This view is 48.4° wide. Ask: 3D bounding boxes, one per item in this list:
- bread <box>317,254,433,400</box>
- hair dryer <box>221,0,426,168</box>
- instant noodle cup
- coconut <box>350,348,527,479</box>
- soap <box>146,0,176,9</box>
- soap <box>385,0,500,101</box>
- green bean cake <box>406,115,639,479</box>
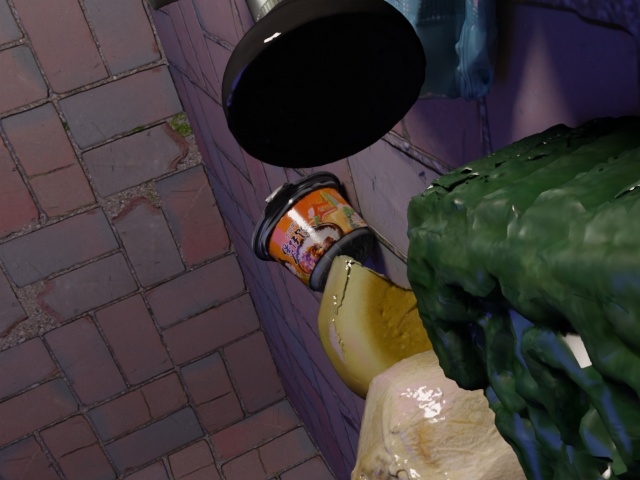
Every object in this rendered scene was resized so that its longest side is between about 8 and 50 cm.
[{"bbox_3d":[0.078,0.140,1.017,0.261,0.156,0.158,67,165,0],"label":"bread"},{"bbox_3d":[-0.061,-0.251,0.529,0.320,0.155,0.284,68,-173,23],"label":"hair dryer"},{"bbox_3d":[0.000,0.000,1.096,0.125,0.178,0.208,45,-163,24],"label":"instant noodle cup"},{"bbox_3d":[0.144,0.216,0.719,0.227,0.230,0.227,58,164,28],"label":"coconut"},{"bbox_3d":[-0.188,-0.447,0.970,0.182,0.199,0.138,59,168,27],"label":"soap"},{"bbox_3d":[0.054,-0.240,0.632,0.293,0.077,0.156,53,160,42],"label":"soap"},{"bbox_3d":[0.199,0.088,0.426,0.308,0.169,0.300,68,167,-10],"label":"green bean cake"}]
